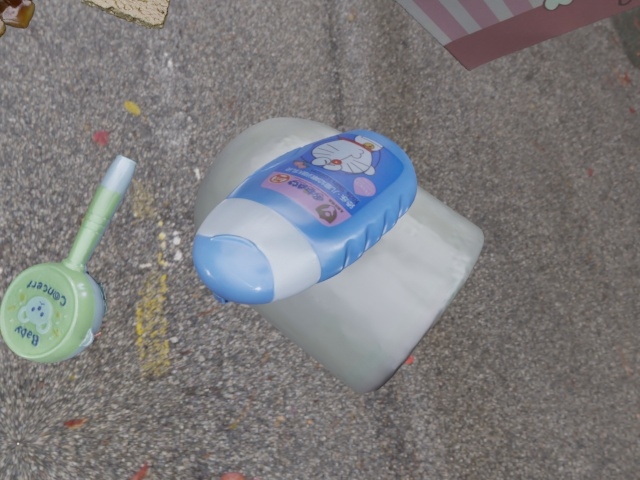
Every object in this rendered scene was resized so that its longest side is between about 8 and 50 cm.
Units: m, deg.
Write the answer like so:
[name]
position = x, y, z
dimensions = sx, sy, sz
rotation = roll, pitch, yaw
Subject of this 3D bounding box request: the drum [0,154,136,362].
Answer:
[drum]
position = -0.301, 0.017, 0.661
dimensions = 0.130, 0.049, 0.253
rotation = 7, 81, 18

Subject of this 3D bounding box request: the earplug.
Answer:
[earplug]
position = 0.000, 0.000, 0.861
dimensions = 0.394, 0.312, 0.312
rotation = 36, 58, 3

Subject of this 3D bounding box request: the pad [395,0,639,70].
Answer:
[pad]
position = 0.190, -0.196, 0.342
dimensions = 0.202, 0.300, 0.005
rotation = 14, 69, -51

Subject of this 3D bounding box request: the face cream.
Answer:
[face cream]
position = -0.015, -0.027, 0.553
dimensions = 0.149, 0.083, 0.264
rotation = 28, 44, 24

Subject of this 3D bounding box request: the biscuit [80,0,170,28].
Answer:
[biscuit]
position = -0.299, -0.437, 0.894
dimensions = 0.131, 0.025, 0.230
rotation = 14, 60, -22

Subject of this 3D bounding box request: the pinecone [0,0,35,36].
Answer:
[pinecone]
position = -0.364, -0.321, 0.490
dimensions = 0.264, 0.264, 0.263
rotation = 10, 68, -25
